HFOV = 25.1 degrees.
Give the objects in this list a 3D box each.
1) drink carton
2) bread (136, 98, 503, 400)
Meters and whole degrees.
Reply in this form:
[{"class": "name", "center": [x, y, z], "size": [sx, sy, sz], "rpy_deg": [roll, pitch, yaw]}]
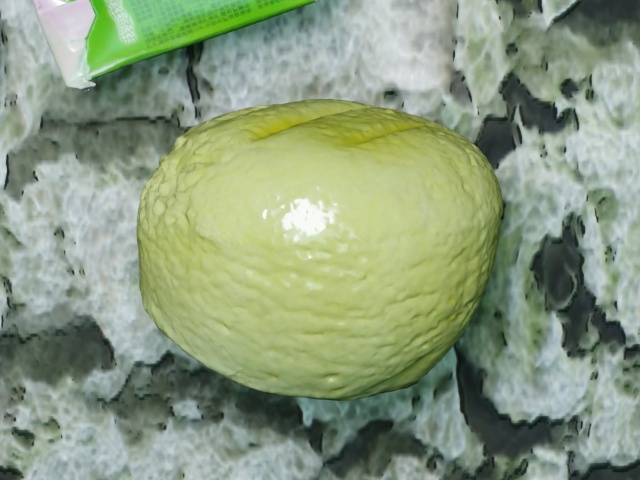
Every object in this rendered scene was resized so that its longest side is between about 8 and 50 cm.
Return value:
[{"class": "drink carton", "center": [-0.111, -0.234, 1.286], "size": [0.271, 0.161, 0.108], "rpy_deg": [-19, 104, 5]}, {"class": "bread", "center": [0.003, -0.010, 1.264], "size": [0.320, 0.320, 0.237], "rpy_deg": [15, 115, -4]}]
